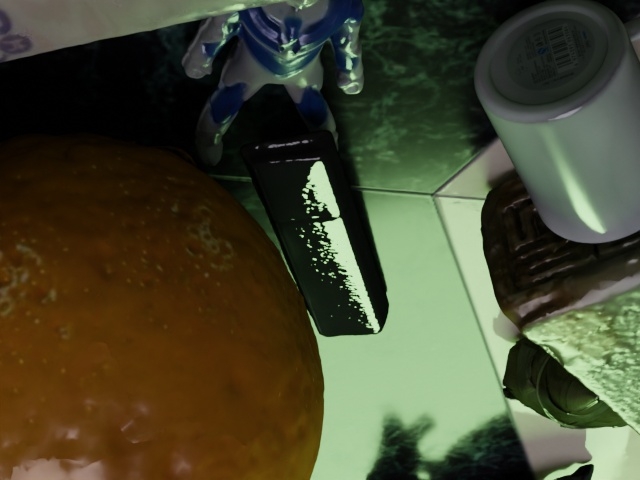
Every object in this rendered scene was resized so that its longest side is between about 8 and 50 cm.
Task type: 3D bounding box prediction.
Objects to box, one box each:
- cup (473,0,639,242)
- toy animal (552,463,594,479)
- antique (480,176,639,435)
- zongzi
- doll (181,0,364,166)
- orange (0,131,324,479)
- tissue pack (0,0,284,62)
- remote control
[{"bbox_3d":[0.171,-0.088,1.188,0.099,0.136,0.133,21,157,39],"label":"cup"},{"bbox_3d":[0.154,0.266,1.596,0.210,0.121,0.117,-22,157,10],"label":"toy animal"},{"bbox_3d":[0.240,0.058,1.327,0.150,0.125,0.284,-23,137,20],"label":"antique"},{"bbox_3d":[0.226,0.121,1.412,0.154,0.062,0.130,19,177,-27],"label":"zongzi"},{"bbox_3d":[-0.025,-0.123,1.142,0.114,0.057,0.227,4,141,-6],"label":"doll"},{"bbox_3d":[-0.159,0.109,1.198,0.340,0.293,0.341,-14,140,-12],"label":"orange"},{"bbox_3d":[-0.072,-0.228,0.948,0.343,0.125,0.242,-10,132,8],"label":"tissue pack"},{"bbox_3d":[0.000,0.000,1.286,0.063,0.025,0.245,-6,149,10],"label":"remote control"}]
